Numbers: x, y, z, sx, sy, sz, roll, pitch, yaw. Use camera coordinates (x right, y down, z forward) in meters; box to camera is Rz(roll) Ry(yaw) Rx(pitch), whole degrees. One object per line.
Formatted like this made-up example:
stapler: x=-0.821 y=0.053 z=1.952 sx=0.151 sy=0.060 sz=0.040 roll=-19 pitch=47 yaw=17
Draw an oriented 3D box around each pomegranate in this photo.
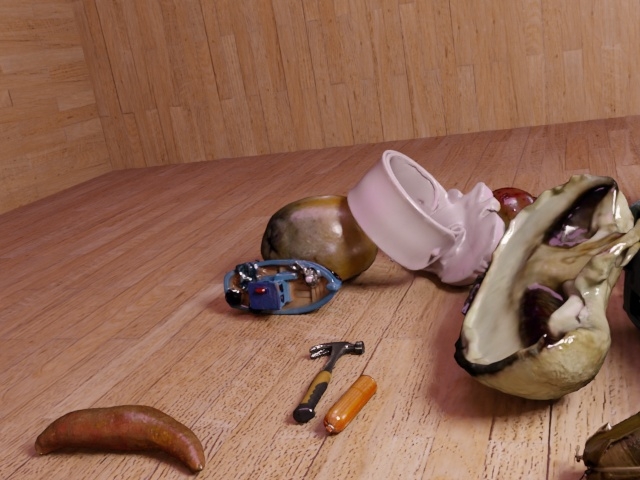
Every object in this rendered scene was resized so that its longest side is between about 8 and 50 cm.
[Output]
pomegranate: x=0.341 y=-0.034 z=1.308 sx=0.159 sy=0.130 sz=0.129 roll=-14 pitch=15 yaw=17

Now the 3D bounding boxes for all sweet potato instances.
sweet potato: x=-0.239 y=0.235 z=0.852 sx=0.255 sy=0.058 sz=0.078 roll=0 pitch=35 yaw=22

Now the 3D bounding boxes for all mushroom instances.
mushroom: x=0.297 y=0.066 z=0.857 sx=0.247 sy=0.130 sz=0.344 roll=-33 pitch=19 yaw=39

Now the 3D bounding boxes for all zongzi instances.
zongzi: x=0.335 y=0.220 z=0.591 sx=0.187 sy=0.184 sz=0.084 roll=-38 pitch=-30 yaw=23

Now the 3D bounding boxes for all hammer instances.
hammer: x=0.000 y=0.185 z=0.938 sx=0.078 sy=0.021 sz=0.201 roll=-4 pitch=16 yaw=19

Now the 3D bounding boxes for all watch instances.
watch: x=0.178 y=-0.046 z=1.194 sx=0.196 sy=0.231 sz=0.244 roll=-45 pitch=28 yaw=24

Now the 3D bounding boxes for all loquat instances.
loquat: x=0.000 y=0.000 z=1.300 sx=0.227 sy=0.180 sz=0.179 roll=-6 pitch=16 yaw=-2

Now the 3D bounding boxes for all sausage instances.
sausage: x=0.034 y=0.202 z=0.846 sx=0.031 sy=0.031 sz=0.107 roll=1 pitch=21 yaw=32

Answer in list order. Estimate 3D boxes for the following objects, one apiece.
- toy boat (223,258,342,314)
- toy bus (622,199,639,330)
toy boat: x=-0.069 y=0.079 z=1.188 sx=0.223 sy=0.100 sz=0.097 roll=-4 pitch=8 yaw=25
toy bus: x=0.489 y=0.068 z=0.778 sx=0.199 sy=0.184 sz=0.343 roll=-2 pitch=18 yaw=3
